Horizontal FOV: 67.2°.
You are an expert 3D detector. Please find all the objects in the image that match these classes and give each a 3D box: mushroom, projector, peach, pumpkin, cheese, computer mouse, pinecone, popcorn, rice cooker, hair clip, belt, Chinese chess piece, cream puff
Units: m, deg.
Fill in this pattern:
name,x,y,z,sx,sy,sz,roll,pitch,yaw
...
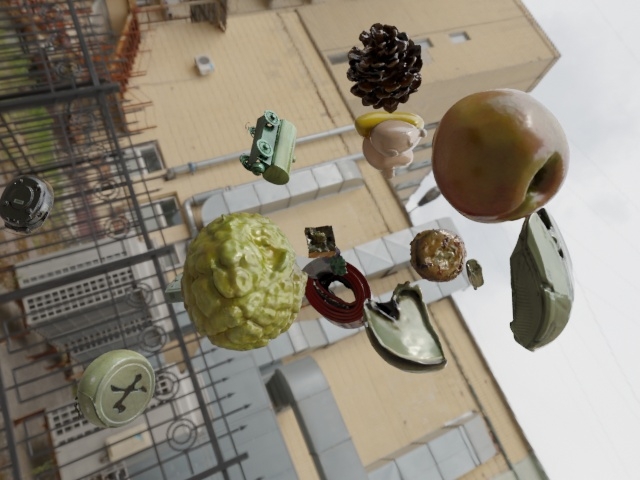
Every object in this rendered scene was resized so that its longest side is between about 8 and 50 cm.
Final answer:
name,x,y,z,sx,sy,sz,roll,pitch,yaw
mushroom,0.243,0.290,1.523,0.212,0.217,0.292,92,-12,-64
projector,-0.470,0.159,1.702,0.147,0.115,0.061,-81,161,-69
peach,0.409,-0.202,1.145,0.332,0.308,0.308,50,-30,41
pumpkin,0.000,0.000,1.200,0.054,0.074,0.083,87,-6,-58
cheese,0.555,0.135,1.726,0.092,0.047,0.171,-93,165,-51
computer mouse,0.642,0.123,1.372,0.145,0.228,0.429,5,-75,44
pinecone,0.125,-0.348,0.955,0.173,0.173,0.173,53,-28,44
popcorn,-0.149,0.067,0.857,0.251,0.206,0.237,8,-75,56
rice cooker,-0.959,-0.117,1.566,0.118,0.142,0.203,141,-37,-70
hair clip,0.041,0.041,1.741,0.195,0.052,0.124,59,-26,14
belt,0.065,0.194,1.862,0.324,0.227,0.115,40,-9,26
Chinese chess piece,-0.608,0.446,1.441,0.092,0.238,0.238,8,-61,31
cream puff,0.483,0.063,2.007,0.164,0.240,0.240,149,-77,-83

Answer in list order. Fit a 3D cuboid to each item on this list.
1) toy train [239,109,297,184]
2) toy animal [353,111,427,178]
name,x,y,z,sx,sy,sz,roll,pitch,yaw
toy train,-0.177,-0.326,1.713,0.126,0.189,0.307,-26,-138,33
toy animal,0.308,-0.392,2.003,0.345,0.277,0.247,-132,-147,-52
